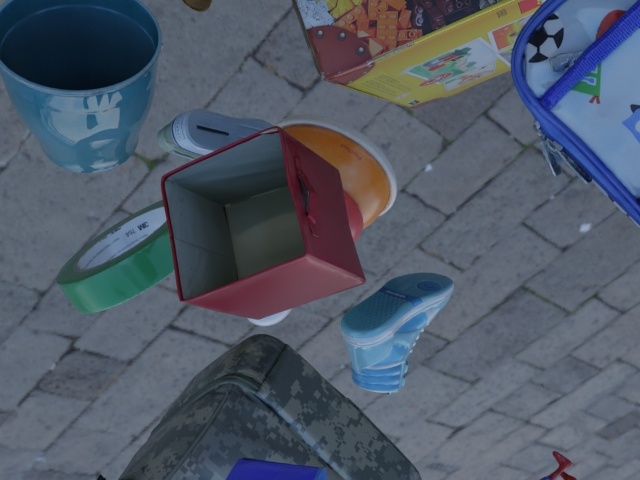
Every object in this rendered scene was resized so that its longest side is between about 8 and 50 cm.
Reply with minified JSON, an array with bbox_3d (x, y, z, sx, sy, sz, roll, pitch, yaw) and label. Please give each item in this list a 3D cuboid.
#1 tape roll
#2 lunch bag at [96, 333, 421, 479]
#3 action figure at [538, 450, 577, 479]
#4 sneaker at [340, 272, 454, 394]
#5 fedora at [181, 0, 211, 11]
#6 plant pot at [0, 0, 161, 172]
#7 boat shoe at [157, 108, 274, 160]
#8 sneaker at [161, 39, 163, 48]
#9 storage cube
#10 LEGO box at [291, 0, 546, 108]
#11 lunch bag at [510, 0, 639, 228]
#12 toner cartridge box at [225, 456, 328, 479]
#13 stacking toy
[{"bbox_3d":[-0.381,0.022,1.511,0.321,0.321,0.077,-28,110,5],"label":"tape roll"},{"bbox_3d":[-0.066,0.291,0.792,0.212,0.256,0.305,-37,102,31],"label":"lunch bag"},{"bbox_3d":[0.163,0.223,0.607,0.115,0.030,0.038,-35,123,-23],"label":"action figure"},{"bbox_3d":[0.168,0.205,1.569,0.318,0.127,0.208,-24,121,-37],"label":"sneaker"},{"bbox_3d":[-0.217,-0.486,1.247,0.079,0.194,0.194,-19,142,19],"label":"fedora"},{"bbox_3d":[-0.419,-0.265,1.297,0.271,0.272,0.255,-8,148,-18],"label":"plant pot"},{"bbox_3d":[-0.174,-0.186,1.412,0.094,0.109,0.302,-5,168,39],"label":"boat shoe"},{"bbox_3d":[-0.395,-0.477,1.444,0.091,0.094,0.258,-43,125,9],"label":"sneaker"},{"bbox_3d":[-0.076,-0.013,1.002,0.214,0.184,0.193,-21,159,21],"label":"storage cube"},{"bbox_3d":[0.208,-0.342,0.965,0.372,0.193,0.500,-20,179,19],"label":"LEGO box"},{"bbox_3d":[0.275,-0.131,0.451,0.303,0.243,0.115,-44,164,23],"label":"lunch bag"},{"bbox_3d":[-0.070,0.313,0.435,0.075,0.348,0.165,-2,118,22],"label":"toner cartridge box"},{"bbox_3d":[-0.059,-0.019,1.689,0.350,0.480,0.351,20,149,13],"label":"stacking toy"}]
